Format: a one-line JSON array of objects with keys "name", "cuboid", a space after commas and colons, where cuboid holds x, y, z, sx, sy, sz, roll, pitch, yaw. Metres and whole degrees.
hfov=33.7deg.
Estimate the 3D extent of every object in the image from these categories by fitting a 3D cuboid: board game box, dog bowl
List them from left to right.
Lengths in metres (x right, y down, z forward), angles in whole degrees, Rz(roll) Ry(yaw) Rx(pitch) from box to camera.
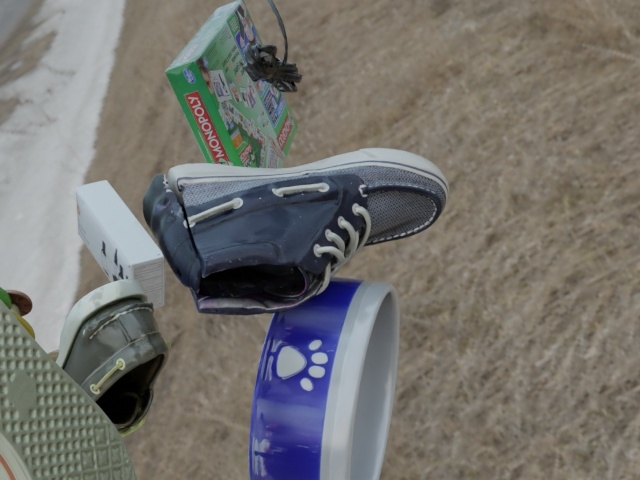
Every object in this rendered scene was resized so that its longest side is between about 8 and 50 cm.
[{"name": "board game box", "cuboid": [-0.110, -0.186, 1.430, 0.046, 0.213, 0.317, -17, 22, 15]}, {"name": "dog bowl", "cuboid": [0.011, 0.171, 1.139, 0.104, 0.264, 0.265, 7, 34, 13]}]

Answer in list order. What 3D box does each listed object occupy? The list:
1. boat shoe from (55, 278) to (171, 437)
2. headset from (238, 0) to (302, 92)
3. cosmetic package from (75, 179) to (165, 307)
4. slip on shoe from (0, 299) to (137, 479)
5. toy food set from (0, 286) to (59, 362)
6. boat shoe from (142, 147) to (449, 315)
[{"name": "boat shoe", "cuboid": [-0.231, 0.161, 1.132, 0.109, 0.091, 0.305, -21, -26, -34]}, {"name": "headset", "cuboid": [-0.001, -0.358, 1.120, 0.244, 0.185, 0.394, 19, 91, 21]}, {"name": "cosmetic package", "cuboid": [-0.323, 0.006, 1.689, 0.061, 0.098, 0.239, -13, 38, -29]}, {"name": "slip on shoe", "cuboid": [-0.236, 0.155, 0.796, 0.101, 0.331, 0.123, -13, 33, 28]}, {"name": "toy food set", "cuboid": [-0.414, 0.090, 1.283, 0.128, 0.218, 0.071, -28, 46, 25]}, {"name": "boat shoe", "cuboid": [0.000, 0.000, 1.087, 0.341, 0.127, 0.158, -6, 42, -21]}]
